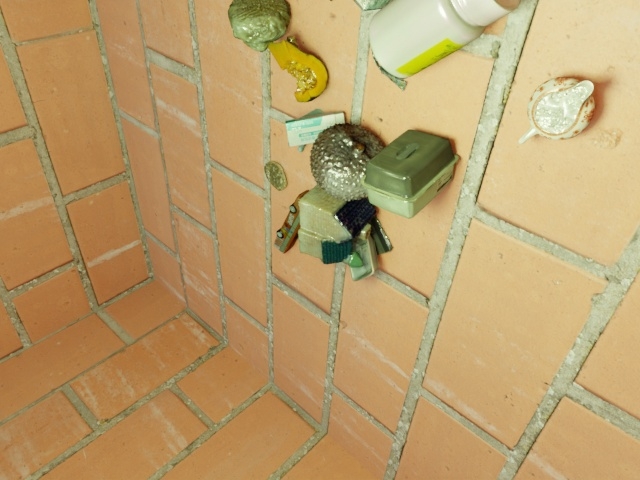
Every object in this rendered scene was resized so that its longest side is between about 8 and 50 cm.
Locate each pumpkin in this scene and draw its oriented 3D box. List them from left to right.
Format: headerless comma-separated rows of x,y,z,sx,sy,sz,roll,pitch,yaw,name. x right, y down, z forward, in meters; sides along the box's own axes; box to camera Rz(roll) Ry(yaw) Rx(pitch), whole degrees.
-0.071,-0.643,1.839,0.248,0.126,0.131,61,160,-20,pumpkin

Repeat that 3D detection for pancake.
-0.210,-0.302,2.339,0.151,0.025,0.152,28,134,33,pancake

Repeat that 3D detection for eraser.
-0.018,-0.423,1.886,0.052,0.225,0.096,-95,-5,-63,eraser

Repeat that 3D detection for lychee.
0.096,-0.271,1.795,0.300,0.300,0.300,29,135,34,lychee

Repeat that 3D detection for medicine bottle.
0.320,-0.610,1.345,0.378,0.213,0.214,-16,103,53,medicine bottle

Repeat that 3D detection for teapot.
0.614,-0.333,1.296,0.159,0.116,0.246,38,139,5,teapot

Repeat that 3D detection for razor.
-0.060,-0.434,2.033,0.068,0.106,0.232,51,153,9,razor

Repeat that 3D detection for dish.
0.178,0.043,2.052,0.154,0.064,0.234,-31,65,55,dish

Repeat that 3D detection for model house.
0.079,-0.048,1.974,0.284,0.243,0.299,26,140,30,model house

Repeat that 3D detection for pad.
0.194,-0.044,2.066,0.174,0.022,0.233,-24,95,54,pad

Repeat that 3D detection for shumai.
-0.229,-0.781,1.855,0.225,0.261,0.222,12,138,4,shumai

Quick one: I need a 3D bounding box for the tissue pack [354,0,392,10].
0.119,-0.794,1.478,0.236,0.173,0.073,52,142,7,tissue pack

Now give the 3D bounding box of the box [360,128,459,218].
0.287,-0.220,1.608,0.220,0.290,0.166,26,145,37,box

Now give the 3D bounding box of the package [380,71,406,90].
0.243,-0.541,1.651,0.110,0.015,0.037,46,147,18,package

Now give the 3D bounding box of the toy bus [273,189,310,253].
-0.124,-0.083,2.345,0.092,0.093,0.409,42,142,8,toy bus
